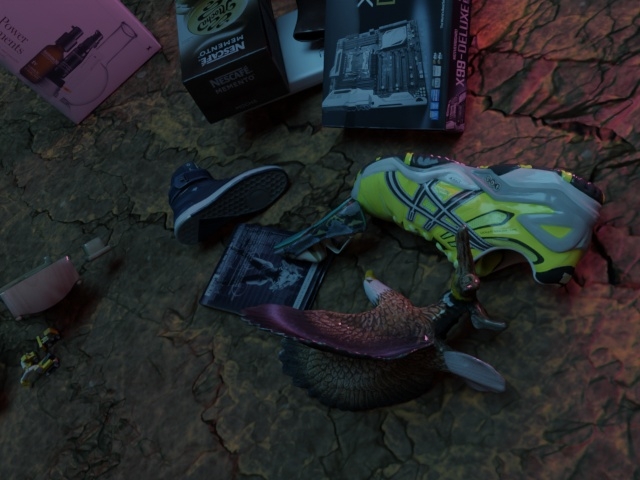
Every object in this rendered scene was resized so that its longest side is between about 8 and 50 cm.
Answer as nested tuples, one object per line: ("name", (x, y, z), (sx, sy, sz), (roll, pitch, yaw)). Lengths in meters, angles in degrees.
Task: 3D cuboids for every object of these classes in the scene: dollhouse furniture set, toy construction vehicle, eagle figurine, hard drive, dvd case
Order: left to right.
("dollhouse furniture set", (-0.582, 0.153, 1.472), (0.356, 0.173, 0.303), (-34, 16, -25))
("toy construction vehicle", (-0.542, 0.222, 1.413), (0.098, 0.035, 0.086), (-41, 48, 5))
("dvd case", (-0.090, 0.055, 1.237), (0.221, 0.018, 0.164), (9, 66, 37))
("hard drive", (-0.057, -0.368, 1.435), (0.308, 0.040, 0.203), (-19, 52, 11))
("eagle figurine", (0.074, 0.124, 0.965), (0.298, 0.226, 0.225), (-25, 13, -2))

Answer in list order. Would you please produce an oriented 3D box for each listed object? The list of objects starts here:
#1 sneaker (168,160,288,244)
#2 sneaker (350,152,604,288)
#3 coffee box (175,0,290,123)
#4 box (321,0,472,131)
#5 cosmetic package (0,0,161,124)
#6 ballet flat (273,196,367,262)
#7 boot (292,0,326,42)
("sneaker", (-0.178, -0.105, 1.350), (0.226, 0.086, 0.163), (-27, 41, 2))
("sneaker", (0.188, -0.031, 1.033), (0.385, 0.145, 0.147), (9, 81, 44))
("coffee box", (-0.172, -0.384, 1.392), (0.168, 0.119, 0.297), (-20, 52, 9))
("box", (0.122, -0.336, 1.206), (0.243, 0.077, 0.307), (9, 101, 36))
("cosmetic package", (-0.591, -0.479, 1.655), (0.284, 0.377, 0.097), (-43, 49, 4))
("ballet flat", (0.000, 0.000, 1.153), (0.188, 0.070, 0.070), (-31, 46, 42))
("boot", (-0.026, -0.466, 1.403), (0.249, 0.090, 0.206), (5, 58, 22))
